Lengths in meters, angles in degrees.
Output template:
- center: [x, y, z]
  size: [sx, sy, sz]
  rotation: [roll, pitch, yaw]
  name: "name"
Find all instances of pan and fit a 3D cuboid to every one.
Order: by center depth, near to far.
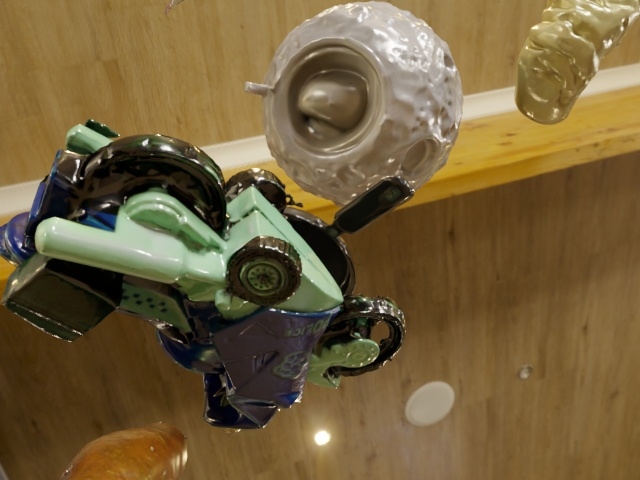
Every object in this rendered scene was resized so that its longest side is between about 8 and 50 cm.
- center: [0.000, 0.000, 0.497]
  size: [0.136, 0.028, 0.235]
  rotation: [40, -44, -16]
  name: "pan"

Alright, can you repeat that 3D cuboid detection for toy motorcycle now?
- center: [-0.078, 0.052, 0.431]
  size: [0.196, 0.125, 0.331]
  rotation: [-37, -50, 18]
  name: "toy motorcycle"

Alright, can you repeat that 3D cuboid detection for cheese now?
- center: [0.364, -0.274, 0.794]
  size: [0.213, 0.117, 0.226]
  rotation: [-56, -19, -10]
  name: "cheese"

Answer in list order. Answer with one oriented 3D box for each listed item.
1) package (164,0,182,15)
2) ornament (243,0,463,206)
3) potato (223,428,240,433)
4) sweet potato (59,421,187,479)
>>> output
- center: [-0.115, -0.240, 0.486]
  size: [0.029, 0.059, 0.083]
  rotation: [30, -65, -21]
  name: "package"
- center: [0.072, -0.222, 0.920]
  size: [0.338, 0.337, 0.336]
  rotation: [-10, -59, -16]
  name: "ornament"
- center: [-0.174, 0.322, 1.009]
  size: [0.051, 0.083, 0.040]
  rotation: [12, -62, -46]
  name: "potato"
- center: [-0.118, 0.149, 0.357]
  size: [0.058, 0.057, 0.264]
  rotation: [-22, -12, -8]
  name: "sweet potato"
